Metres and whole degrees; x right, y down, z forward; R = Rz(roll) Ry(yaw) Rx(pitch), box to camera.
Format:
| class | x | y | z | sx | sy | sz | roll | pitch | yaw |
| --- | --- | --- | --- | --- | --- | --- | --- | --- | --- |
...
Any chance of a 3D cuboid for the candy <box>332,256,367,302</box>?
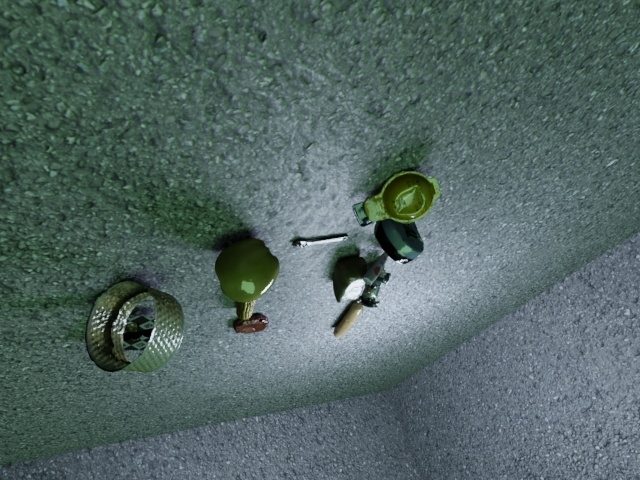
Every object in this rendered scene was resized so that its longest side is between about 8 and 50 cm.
| class | x | y | z | sx | sy | sz | roll | pitch | yaw |
| --- | --- | --- | --- | --- | --- | --- | --- | --- | --- |
| candy | 0.111 | 0.154 | 1.949 | 0.104 | 0.102 | 0.234 | -11 | 152 | -15 |

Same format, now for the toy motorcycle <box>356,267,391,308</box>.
| class | x | y | z | sx | sy | sz | roll | pitch | yaw |
| --- | --- | --- | --- | --- | --- | --- | --- | --- | --- |
| toy motorcycle | 0.214 | 0.187 | 2.039 | 0.102 | 0.150 | 0.221 | 19 | 144 | 1 |

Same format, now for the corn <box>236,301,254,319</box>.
| class | x | y | z | sx | sy | sz | roll | pitch | yaw |
| --- | --- | --- | --- | --- | --- | --- | --- | --- | --- |
| corn | -0.279 | 0.238 | 1.879 | 0.068 | 0.068 | 0.207 | -9 | 153 | -20 |

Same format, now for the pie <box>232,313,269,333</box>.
| class | x | y | z | sx | sy | sz | roll | pitch | yaw |
| --- | --- | --- | --- | --- | --- | --- | --- | --- | --- |
| pie | -0.288 | 0.350 | 2.097 | 0.153 | 0.038 | 0.154 | -14 | 151 | -8 |

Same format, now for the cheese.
| class | x | y | z | sx | sy | sz | roll | pitch | yaw |
| --- | --- | --- | --- | --- | --- | --- | --- | --- | --- |
| cheese | 0.233 | -0.119 | 1.549 | 0.270 | 0.069 | 0.177 | -21 | 118 | 11 |

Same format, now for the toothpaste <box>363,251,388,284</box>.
| class | x | y | z | sx | sy | sz | roll | pitch | yaw |
| --- | --- | --- | --- | --- | --- | --- | --- | --- | --- |
| toothpaste | 0.222 | 0.084 | 1.877 | 0.194 | 0.042 | 0.067 | -50 | 165 | -31 |

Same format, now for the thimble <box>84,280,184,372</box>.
| class | x | y | z | sx | sy | sz | roll | pitch | yaw |
| --- | --- | --- | --- | --- | --- | --- | --- | --- | --- |
| thimble | -0.563 | 0.269 | 1.539 | 0.270 | 0.271 | 0.150 | -28 | 153 | 14 |

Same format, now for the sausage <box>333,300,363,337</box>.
| class | x | y | z | sx | sy | sz | roll | pitch | yaw |
| --- | --- | --- | --- | --- | --- | --- | --- | --- | --- |
| sausage | 0.132 | 0.377 | 2.393 | 0.065 | 0.066 | 0.301 | -7 | 149 | -23 |

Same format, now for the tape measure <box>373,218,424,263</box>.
| class | x | y | z | sx | sy | sz | roll | pitch | yaw |
| --- | --- | --- | --- | --- | --- | --- | --- | --- | --- |
| tape measure | 0.262 | -0.014 | 1.670 | 0.107 | 0.181 | 0.182 | -40 | 145 | 27 |

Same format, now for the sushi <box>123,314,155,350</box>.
| class | x | y | z | sx | sy | sz | roll | pitch | yaw |
| --- | --- | --- | --- | --- | --- | --- | --- | --- | --- |
| sushi | -0.656 | 0.308 | 1.780 | 0.219 | 0.047 | 0.231 | 13 | 133 | -39 |

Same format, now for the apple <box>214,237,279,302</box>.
| class | x | y | z | sx | sy | sz | roll | pitch | yaw |
| --- | --- | --- | --- | --- | --- | --- | --- | --- | --- |
| apple | -0.224 | 0.089 | 1.533 | 0.199 | 0.200 | 0.200 | -16 | 152 | -9 |

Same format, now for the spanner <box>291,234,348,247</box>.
| class | x | y | z | sx | sy | sz | roll | pitch | yaw |
| --- | --- | --- | --- | --- | --- | --- | --- | --- | --- |
| spanner | 0.000 | 0.000 | 1.701 | 0.208 | 0.012 | 0.046 | -8 | 148 | -22 |
